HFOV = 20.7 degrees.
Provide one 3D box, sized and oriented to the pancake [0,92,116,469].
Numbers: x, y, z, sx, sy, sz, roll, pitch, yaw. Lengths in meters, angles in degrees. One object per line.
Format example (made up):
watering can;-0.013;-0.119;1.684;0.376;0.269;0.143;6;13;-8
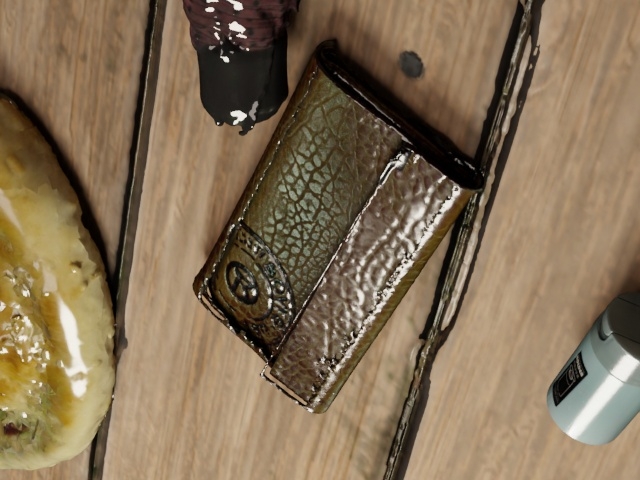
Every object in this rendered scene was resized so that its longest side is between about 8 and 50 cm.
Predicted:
pancake;-0.311;0.027;1.373;0.387;0.082;0.387;21;131;27

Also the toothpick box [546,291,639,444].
toothpick box;0.168;0.074;0.995;0.052;0.052;0.083;41;138;13

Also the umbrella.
umbrella;-0.044;-0.209;0.973;0.094;0.090;0.326;18;128;29

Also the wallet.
wallet;0.000;0.000;1.108;0.133;0.039;0.243;44;137;12
